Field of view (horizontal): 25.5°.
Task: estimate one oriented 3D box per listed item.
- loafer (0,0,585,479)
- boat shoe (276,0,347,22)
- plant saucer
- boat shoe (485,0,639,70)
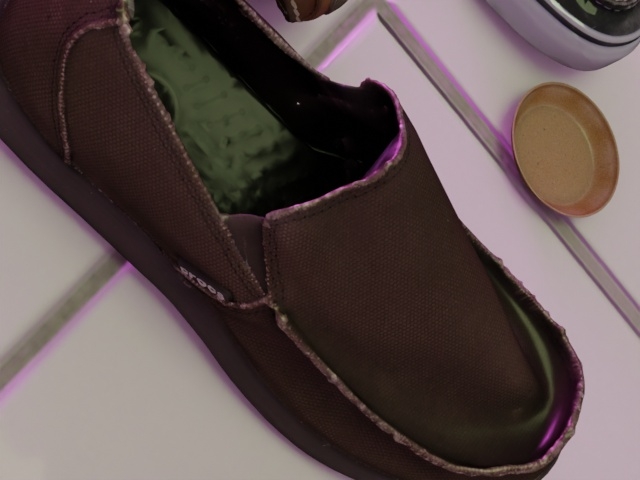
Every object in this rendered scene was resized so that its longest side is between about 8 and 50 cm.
[{"bbox_3d":[0.000,0.000,0.662,0.366,0.130,0.134,39,60,-19],"label":"loafer"},{"bbox_3d":[-0.094,-0.241,0.692,0.116,0.123,0.324,-32,107,-1],"label":"boat shoe"},{"bbox_3d":[0.142,-0.052,0.839,0.083,0.015,0.083,10,71,-31],"label":"plant saucer"},{"bbox_3d":[0.118,-0.263,0.818,0.121,0.119,0.335,-26,92,-35],"label":"boat shoe"}]
